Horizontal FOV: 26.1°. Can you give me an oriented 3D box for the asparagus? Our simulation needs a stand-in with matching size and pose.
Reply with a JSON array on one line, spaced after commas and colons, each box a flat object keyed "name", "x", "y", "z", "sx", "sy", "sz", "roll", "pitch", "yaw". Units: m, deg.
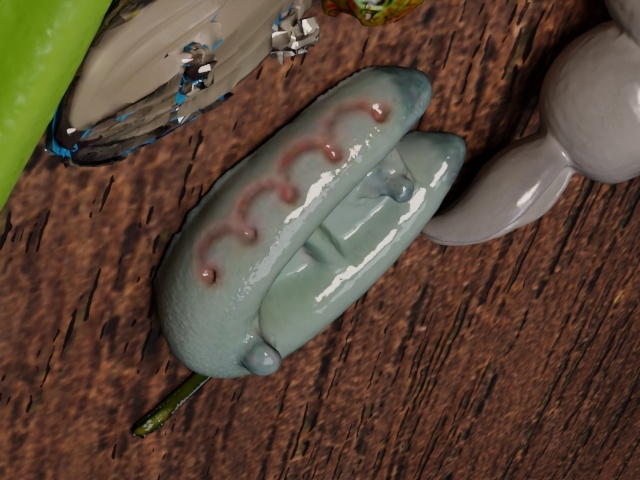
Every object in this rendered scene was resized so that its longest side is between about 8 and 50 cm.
[{"name": "asparagus", "x": -0.055, "y": 0.066, "z": 0.854, "sx": 0.166, "sy": 0.013, "sz": 0.016, "roll": -42, "pitch": 159, "yaw": 3}]

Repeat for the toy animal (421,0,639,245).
[{"name": "toy animal", "x": 0.167, "y": -0.059, "z": 0.837, "sx": 0.221, "sy": 0.131, "sz": 0.104, "roll": -56, "pitch": -172, "yaw": 24}]

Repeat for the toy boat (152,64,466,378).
[{"name": "toy boat", "x": 0.000, "y": 0.000, "z": 0.773, "sx": 0.207, "sy": 0.079, "sz": 0.134, "roll": -42, "pitch": 151, "yaw": -3}]

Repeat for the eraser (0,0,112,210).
[{"name": "eraser", "x": -0.195, "y": -0.054, "z": 0.430, "sx": 0.210, "sy": 0.092, "sz": 0.274, "roll": 20, "pitch": 115, "yaw": -32}]

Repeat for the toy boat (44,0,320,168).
[{"name": "toy boat", "x": -0.053, "y": -0.082, "z": 0.533, "sx": 0.210, "sy": 0.066, "sz": 0.084, "roll": -56, "pitch": 143, "yaw": -54}]

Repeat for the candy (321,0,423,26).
[{"name": "candy", "x": 0.071, "y": -0.142, "z": 0.711, "sx": 0.201, "sy": 0.060, "sz": 0.060, "roll": -13, "pitch": 139, "yaw": -49}]
